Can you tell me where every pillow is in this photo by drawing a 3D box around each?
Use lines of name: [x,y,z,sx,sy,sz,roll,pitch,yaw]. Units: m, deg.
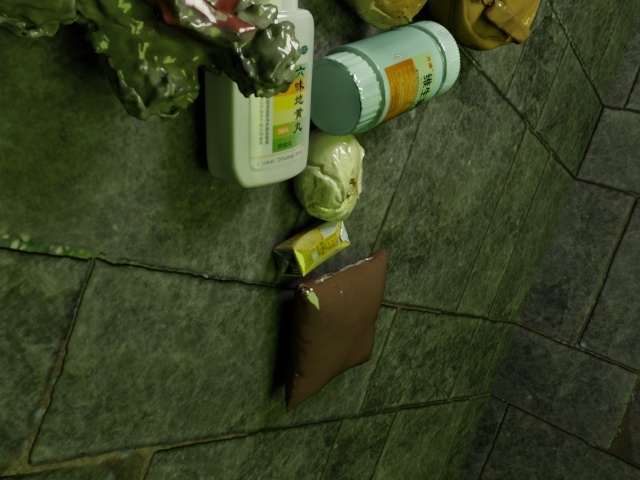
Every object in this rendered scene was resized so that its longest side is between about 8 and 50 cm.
pillow: [0.036,0.191,1.364,0.308,0.108,0.305,-21,126,-48]

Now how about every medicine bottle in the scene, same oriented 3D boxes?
medicine bottle: [-0.091,-0.255,0.938,0.179,0.124,0.324,-24,125,-46]
medicine bottle: [0.117,-0.306,1.155,0.318,0.158,0.158,-31,131,-40]

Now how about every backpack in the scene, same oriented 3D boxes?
backpack: [0.357,-0.583,1.290,0.378,0.201,0.353,-15,121,-52]

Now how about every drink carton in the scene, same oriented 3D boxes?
drink carton: [0.000,0.000,1.238,0.200,0.084,0.074,-33,110,-39]

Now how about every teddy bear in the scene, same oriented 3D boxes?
teddy bear: [-0.226,-0.301,0.661,0.368,0.225,0.357,-26,114,-42]

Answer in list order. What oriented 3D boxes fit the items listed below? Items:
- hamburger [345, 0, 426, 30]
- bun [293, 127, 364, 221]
hamburger: [0.112,-0.530,1.051,0.211,0.133,0.308,-10,118,-54]
bun: [0.027,-0.124,1.177,0.164,0.111,0.188,-14,115,-52]
